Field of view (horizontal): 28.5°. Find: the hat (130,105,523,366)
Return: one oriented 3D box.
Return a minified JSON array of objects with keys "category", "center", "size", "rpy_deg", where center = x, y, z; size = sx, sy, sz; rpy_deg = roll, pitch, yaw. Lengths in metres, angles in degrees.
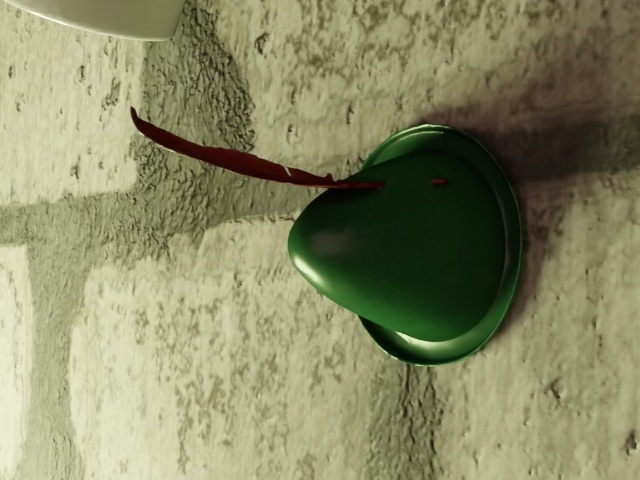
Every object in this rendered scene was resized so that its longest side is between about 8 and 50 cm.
[{"category":"hat","center":[0.000,0.000,0.849],"size":[0.208,0.183,0.173],"rpy_deg":[4,91,51]}]

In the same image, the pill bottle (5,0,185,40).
[{"category":"pill bottle","center":[-0.156,-0.365,1.040],"size":[0.210,0.210,0.363],"rpy_deg":[39,117,45]}]
